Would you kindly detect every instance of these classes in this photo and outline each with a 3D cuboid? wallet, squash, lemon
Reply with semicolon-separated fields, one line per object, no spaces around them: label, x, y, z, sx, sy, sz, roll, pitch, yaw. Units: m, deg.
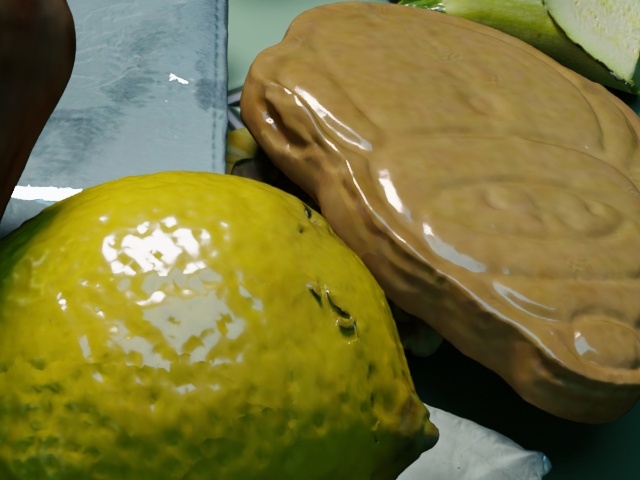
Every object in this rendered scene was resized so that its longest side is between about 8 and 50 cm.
wallet;-0.179;-0.090;1.124;0.251;0.054;0.290;2;45;-3
squash;0.148;-0.162;1.308;0.200;0.075;0.090;8;82;-8
lemon;-0.083;0.079;0.917;0.253;0.228;0.228;-5;51;-17

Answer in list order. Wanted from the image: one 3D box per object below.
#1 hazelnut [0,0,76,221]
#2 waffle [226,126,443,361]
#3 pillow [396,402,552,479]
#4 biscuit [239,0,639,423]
hazelnut;-0.339;-0.107;0.858;0.402;0.402;0.429;2;77;-16
waffle;0.001;-0.002;1.132;0.204;0.054;0.223;41;48;19
pillow;0.046;0.183;0.985;0.128;0.051;0.229;18;48;4
biscuit;0.123;-0.037;1.155;0.312;0.057;0.351;-8;49;-40
